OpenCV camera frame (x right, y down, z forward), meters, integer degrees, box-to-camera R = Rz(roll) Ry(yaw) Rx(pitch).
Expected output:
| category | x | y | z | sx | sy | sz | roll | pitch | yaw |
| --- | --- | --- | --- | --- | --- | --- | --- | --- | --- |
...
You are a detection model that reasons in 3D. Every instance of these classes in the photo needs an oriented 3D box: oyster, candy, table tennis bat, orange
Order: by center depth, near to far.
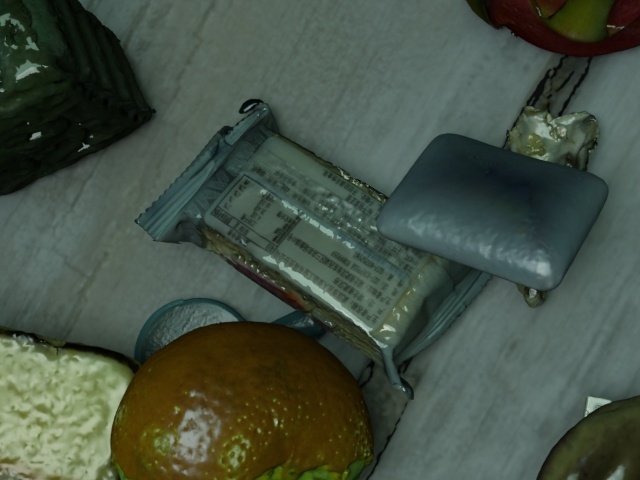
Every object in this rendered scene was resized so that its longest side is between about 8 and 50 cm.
| category | x | y | z | sx | sy | sz | roll | pitch | yaw |
| --- | --- | --- | --- | --- | --- | --- | --- | --- | --- |
| orange | -0.067 | 0.150 | 0.893 | 0.179 | 0.237 | 0.159 | -1 | 85 | 57 |
| candy | 0.153 | -0.028 | 0.905 | 0.174 | 0.071 | 0.138 | 19 | 52 | 26 |
| oyster | 0.208 | -0.041 | 0.973 | 0.106 | 0.061 | 0.200 | 27 | 81 | 26 |
| table tennis bat | -0.091 | 0.107 | 1.010 | 0.201 | 0.033 | 0.124 | -19 | 84 | 10 |

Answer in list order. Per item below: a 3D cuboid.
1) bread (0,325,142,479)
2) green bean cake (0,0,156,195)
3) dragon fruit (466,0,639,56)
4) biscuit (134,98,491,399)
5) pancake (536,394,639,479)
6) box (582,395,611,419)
| category | x | y | z | sx | sy | sz | roll | pitch | yaw |
| --- | --- | --- | --- | --- | --- | --- | --- | --- | --- |
| bread | -0.302 | 0.208 | 0.922 | 0.236 | 0.198 | 0.264 | 6 | 78 | 28 |
| green bean cake | -0.320 | -0.133 | 0.991 | 0.255 | 0.241 | 0.132 | -26 | 80 | 6 |
| dragon fruit | 0.255 | -0.319 | 0.932 | 0.290 | 0.189 | 0.291 | -2 | 80 | 12 |
| biscuit | 0.002 | -0.004 | 0.973 | 0.309 | 0.079 | 0.186 | 31 | 67 | 14 |
| pancake | 0.307 | 0.271 | 0.860 | 0.294 | 0.049 | 0.295 | 1 | 83 | -5 |
| box | 0.243 | 0.183 | 0.915 | 0.024 | 0.054 | 0.083 | 10 | 82 | 17 |
